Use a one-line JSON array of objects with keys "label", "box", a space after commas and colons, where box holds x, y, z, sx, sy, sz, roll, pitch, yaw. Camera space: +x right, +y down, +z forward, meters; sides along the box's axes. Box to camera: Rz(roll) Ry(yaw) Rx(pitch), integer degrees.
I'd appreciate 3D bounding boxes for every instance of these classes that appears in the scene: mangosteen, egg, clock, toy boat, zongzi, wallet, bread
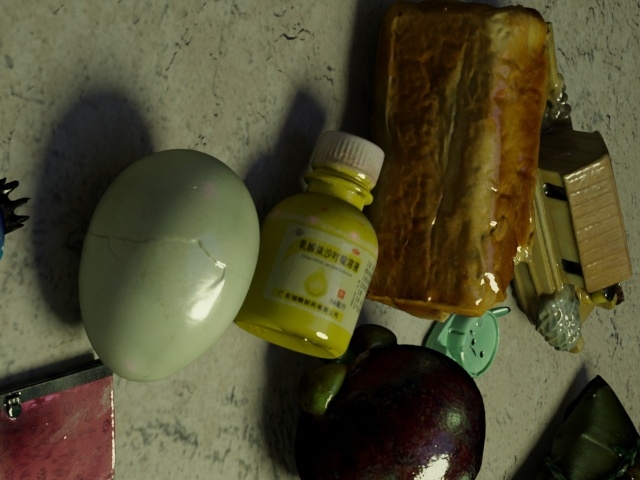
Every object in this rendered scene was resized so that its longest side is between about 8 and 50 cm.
[{"label": "mangosteen", "box": [0.063, 0.199, 1.634, 0.216, 0.216, 0.216, -16, 111, -49]}, {"label": "egg", "box": [-0.135, 0.022, 1.378, 0.151, 0.151, 0.209, 24, 81, -51]}, {"label": "clock", "box": [0.178, 0.116, 1.885, 0.135, 0.041, 0.101, -58, 138, -25]}, {"label": "toy boat", "box": [0.279, -0.053, 1.876, 0.136, 0.162, 0.445, -45, 131, -33]}, {"label": "zongzi", "box": [0.375, 0.446, 2.127, 0.383, 0.362, 0.319, 46, 57, -2]}, {"label": "wallet", "box": [-0.268, 0.184, 1.353, 0.232, 0.025, 0.119, -15, 111, -48]}, {"label": "bread", "box": [0.137, -0.087, 1.652, 0.149, 0.195, 0.344, 12, 86, -60]}]

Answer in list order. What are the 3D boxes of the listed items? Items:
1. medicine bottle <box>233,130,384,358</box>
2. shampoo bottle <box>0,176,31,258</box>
[{"label": "medicine bottle", "box": [0.000, 0.000, 1.567, 0.122, 0.122, 0.212, 33, 72, -50]}, {"label": "shampoo bottle", "box": [-0.307, -0.001, 1.235, 0.183, 0.050, 0.087, -29, 117, -45]}]
